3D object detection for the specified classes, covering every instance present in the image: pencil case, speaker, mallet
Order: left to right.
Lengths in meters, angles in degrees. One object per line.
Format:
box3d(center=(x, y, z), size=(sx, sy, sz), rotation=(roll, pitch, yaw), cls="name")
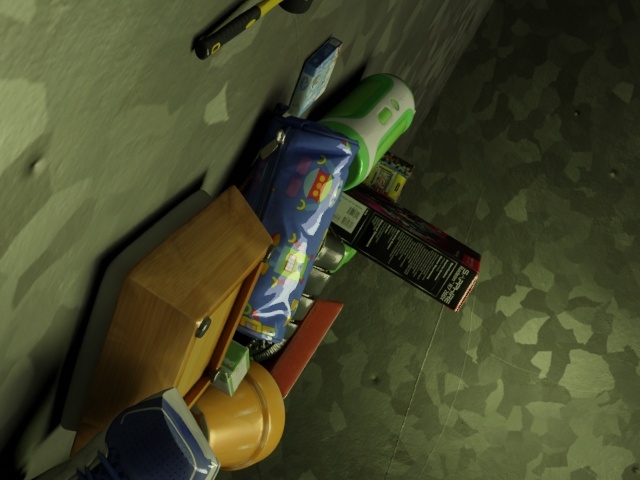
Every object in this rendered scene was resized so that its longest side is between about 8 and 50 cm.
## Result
box3d(center=(-0.054, -0.226, 0.819), size=(0.190, 0.039, 0.062), rotation=(-46, 167, -48), cls="mallet")
box3d(center=(-0.055, -0.020, 1.145), size=(0.133, 0.119, 0.306), rotation=(18, 94, -50), cls="pencil case")
box3d(center=(0.069, -0.191, 1.489), size=(0.296, 0.131, 0.131), rotation=(-51, 169, -54), cls="speaker")

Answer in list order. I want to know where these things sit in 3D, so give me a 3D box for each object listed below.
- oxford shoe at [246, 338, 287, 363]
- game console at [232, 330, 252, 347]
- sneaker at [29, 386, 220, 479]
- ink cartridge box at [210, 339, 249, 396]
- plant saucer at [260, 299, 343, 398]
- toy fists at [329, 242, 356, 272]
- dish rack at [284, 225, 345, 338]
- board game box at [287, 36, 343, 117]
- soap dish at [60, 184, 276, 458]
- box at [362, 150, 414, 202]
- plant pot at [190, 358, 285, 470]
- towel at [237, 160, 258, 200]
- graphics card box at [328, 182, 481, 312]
box3d(center=(-0.151, 0.210, 1.737), size=(0.227, 0.083, 0.096), rotation=(-39, -155, -1), cls="oxford shoe")
box3d(center=(-0.157, 0.181, 1.671), size=(0.122, 0.071, 0.107), rotation=(-52, 170, -44), cls="game console")
box3d(center=(-0.259, 0.288, 0.881), size=(0.315, 0.127, 0.182), rotation=(-35, 177, 24), cls="sneaker")
box3d(center=(-0.173, 0.178, 1.367), size=(0.062, 0.109, 0.209), rotation=(-58, 173, -18), cls="ink cartridge box")
box3d(center=(-0.108, 0.217, 1.822), size=(0.258, 0.048, 0.259), rotation=(-9, -142, 48), cls="plant saucer")
box3d(center=(0.000, 0.000, 1.739), size=(0.096, 0.142, 0.279), rotation=(-61, 173, 12), cls="toy fists")
box3d(center=(-0.057, 0.025, 1.461), size=(0.208, 0.074, 0.271), rotation=(-56, -153, 16), cls="dish rack")
box3d(center=(-0.007, -0.227, 1.213), size=(0.090, 0.020, 0.090), rotation=(-53, 172, -46), cls="board game box")
box3d(center=(-0.173, 0.104, 1.003), size=(0.229, 0.118, 0.291), rotation=(-50, 167, -55), cls="soap dish")
box3d(center=(0.081, -0.101, 1.820), size=(0.044, 0.159, 0.233), rotation=(-53, 171, -45), cls="box")
box3d(center=(-0.196, 0.319, 1.536), size=(0.205, 0.205, 0.188), rotation=(-61, 158, 16), cls="plant pot")
box3d(center=(-0.107, -0.026, 1.314), size=(0.199, 0.031, 0.275), rotation=(-57, 173, -24), cls="towel")
box3d(center=(0.130, -0.015, 1.659), size=(0.094, 0.370, 0.233), rotation=(-61, 172, 12), cls="graphics card box")
